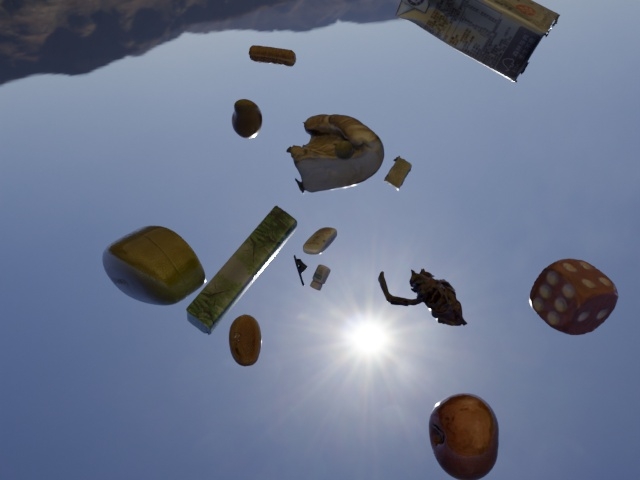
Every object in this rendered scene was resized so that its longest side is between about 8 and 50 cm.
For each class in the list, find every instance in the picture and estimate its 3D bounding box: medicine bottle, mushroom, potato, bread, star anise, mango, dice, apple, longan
[{"bbox_3d":[-0.002,0.135,1.997,0.052,0.089,0.052,25,-175,-2],"label":"medicine bottle"},{"bbox_3d":[0.101,-0.377,2.193,0.398,0.224,0.313,-5,-136,33],"label":"mushroom"},{"bbox_3d":[0.313,-0.274,2.200,0.086,0.122,0.061,30,-169,-1],"label":"potato"},{"bbox_3d":[-0.153,-0.589,1.741,0.157,0.052,0.044,11,-165,9],"label":"bread"},{"bbox_3d":[0.354,0.180,1.890,0.347,0.148,0.237,20,-168,25],"label":"star anise"},{"bbox_3d":[-0.241,-0.403,1.783,0.102,0.184,0.084,-4,-114,-6],"label":"mango"},{"bbox_3d":[0.755,0.169,1.634,0.179,0.174,0.174,0,-144,-32],"label":"dice"},{"bbox_3d":[0.399,0.554,1.546,0.173,0.210,0.234,7,-116,-14],"label":"apple"},{"bbox_3d":[-0.258,0.343,1.860,0.114,0.077,0.189,16,-125,-29],"label":"bread"},{"bbox_3d":[0.078,-0.323,1.933,0.083,0.075,0.075,32,-140,17],"label":"longan"}]

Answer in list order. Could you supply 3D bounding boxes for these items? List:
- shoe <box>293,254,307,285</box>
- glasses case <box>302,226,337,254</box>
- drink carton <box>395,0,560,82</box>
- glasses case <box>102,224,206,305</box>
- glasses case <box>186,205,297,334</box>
[{"bbox_3d":[-0.083,0.134,2.534,0.053,0.159,0.062,-14,-165,0],"label":"shoe"},{"bbox_3d":[0.000,0.000,2.142,0.081,0.051,0.204,10,-150,21],"label":"glasses case"},{"bbox_3d":[0.362,-0.516,1.260,0.325,0.132,0.194,33,-138,9],"label":"drink carton"},{"bbox_3d":[-0.415,0.062,1.295,0.141,0.173,0.371,-34,-164,-30],"label":"glasses case"},{"bbox_3d":[-0.150,0.058,1.066,0.062,0.095,0.272,37,-112,3],"label":"glasses case"}]
